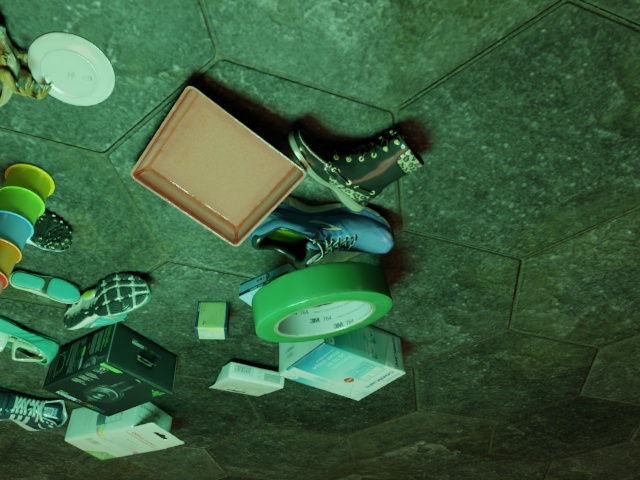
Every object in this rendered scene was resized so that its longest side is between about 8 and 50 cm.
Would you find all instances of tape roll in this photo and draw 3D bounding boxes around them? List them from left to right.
[{"bbox_3d":[0.003,0.150,1.289,0.322,0.077,0.321,-10,155,-5],"label":"tape roll"}]

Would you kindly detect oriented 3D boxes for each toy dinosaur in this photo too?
[{"bbox_3d":[-0.522,-0.275,0.937,0.112,0.064,0.211,38,131,5],"label":"toy dinosaur"}]

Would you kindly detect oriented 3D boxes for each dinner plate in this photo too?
[{"bbox_3d":[-0.426,-0.287,0.947,0.141,0.017,0.141,-2,140,-2],"label":"dinner plate"}]

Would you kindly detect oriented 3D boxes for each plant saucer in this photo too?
[{"bbox_3d":[-0.196,-0.138,1.065,0.259,0.047,0.258,36,128,-16],"label":"plant saucer"}]

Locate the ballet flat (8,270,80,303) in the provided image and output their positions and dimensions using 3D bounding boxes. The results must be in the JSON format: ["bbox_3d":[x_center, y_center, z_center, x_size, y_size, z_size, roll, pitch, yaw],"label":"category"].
[{"bbox_3d":[-0.680,0.113,1.374,0.168,0.057,0.052,24,159,-22],"label":"ballet flat"}]

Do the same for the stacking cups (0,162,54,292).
[{"bbox_3d":[-0.591,-0.010,1.028,0.096,0.316,0.096,-1,136,-1],"label":"stacking cups"}]

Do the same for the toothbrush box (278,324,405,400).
[{"bbox_3d":[0.060,0.331,1.588,0.296,0.126,0.216,25,132,-29],"label":"toothbrush box"}]

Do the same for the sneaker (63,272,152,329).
[{"bbox_3d":[-0.528,0.159,1.409,0.276,0.106,0.110,-20,155,26],"label":"sneaker"}]

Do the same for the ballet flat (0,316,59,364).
[{"bbox_3d":[-0.839,0.276,1.514,0.083,0.087,0.247,-32,130,30],"label":"ballet flat"}]

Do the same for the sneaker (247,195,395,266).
[{"bbox_3d":[0.000,0.000,1.192,0.331,0.147,0.129,6,138,-10],"label":"sneaker"}]

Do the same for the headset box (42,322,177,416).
[{"bbox_3d":[-0.594,0.378,1.607,0.283,0.131,0.246,-24,135,22],"label":"headset box"}]

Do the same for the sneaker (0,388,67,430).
[{"bbox_3d":[-0.953,0.549,1.808,0.153,0.099,0.282,-9,145,15],"label":"sneaker"}]

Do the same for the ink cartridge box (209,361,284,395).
[{"bbox_3d":[-0.240,0.450,1.781,0.181,0.056,0.225,17,154,-21],"label":"ink cartridge box"}]

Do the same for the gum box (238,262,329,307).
[{"bbox_3d":[-0.092,0.147,1.433,0.157,0.041,0.184,-26,133,23],"label":"gum box"}]

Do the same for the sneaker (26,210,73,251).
[{"bbox_3d":[-0.654,-0.035,1.186,0.237,0.085,0.086,21,160,-29],"label":"sneaker"}]

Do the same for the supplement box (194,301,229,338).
[{"bbox_3d":[-0.286,0.212,1.467,0.083,0.083,0.056,1,138,-5],"label":"supplement box"}]

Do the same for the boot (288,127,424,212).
[{"bbox_3d":[0.070,-0.168,1.058,0.179,0.085,0.236,-32,131,23],"label":"boot"}]

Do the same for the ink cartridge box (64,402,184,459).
[{"bbox_3d":[-0.661,0.643,1.913,0.354,0.119,0.207,-15,137,16],"label":"ink cartridge box"}]
